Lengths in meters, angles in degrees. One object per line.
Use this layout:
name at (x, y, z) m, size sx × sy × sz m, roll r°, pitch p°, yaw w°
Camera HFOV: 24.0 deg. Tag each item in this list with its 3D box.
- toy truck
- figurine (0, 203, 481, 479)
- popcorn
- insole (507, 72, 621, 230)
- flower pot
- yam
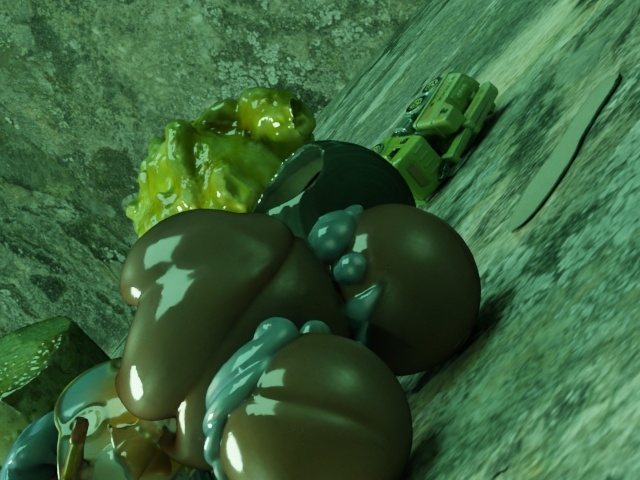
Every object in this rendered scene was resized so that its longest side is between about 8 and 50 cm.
toy truck at (0.130, -0.115, 1.657) m, size 0.169 × 0.077 × 0.100 m, roll -49°, pitch 20°, yaw -22°
figurine at (-0.078, 0.129, 1.115) m, size 0.388 × 0.248 × 0.276 m, roll -56°, pitch 3°, yaw 43°
popcorn at (-0.123, -0.036, 2.000) m, size 0.279 × 0.274 × 0.335 m, roll -56°, pitch 9°, yaw -23°
insole at (0.203, -0.075, 1.250) m, size 0.197 × 0.004 × 0.065 m, roll -54°, pitch 8°, yaw -34°
flower pot at (0.000, 0.000, 1.500) m, size 0.189 × 0.157 × 0.243 m, roll -51°, pitch 6°, yaw -24°
yam at (-0.234, 0.206, 1.511) m, size 0.161 × 0.268 × 0.161 m, roll -38°, pitch 11°, yaw 9°
